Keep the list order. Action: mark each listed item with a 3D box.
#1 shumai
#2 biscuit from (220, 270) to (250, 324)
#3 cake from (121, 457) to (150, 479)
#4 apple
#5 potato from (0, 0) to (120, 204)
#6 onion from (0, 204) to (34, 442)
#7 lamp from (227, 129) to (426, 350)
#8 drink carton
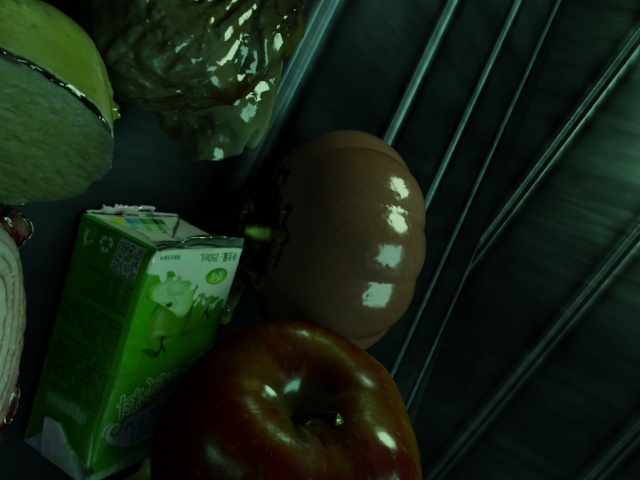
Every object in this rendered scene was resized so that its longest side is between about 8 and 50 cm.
[{"bbox_3d":[-0.120,-0.184,0.536,0.184,0.185,0.218,-1,71,-26],"label":"shumai"},{"bbox_3d":[-0.136,0.077,0.858,0.081,0.018,0.083,-64,154,-7],"label":"biscuit"},{"bbox_3d":[-0.187,0.441,0.809,0.286,0.227,0.222,1,110,-63],"label":"cake"},{"bbox_3d":[-0.039,0.240,0.647,0.288,0.288,0.317,-45,158,-39],"label":"apple"},{"bbox_3d":[-0.232,-0.117,0.396,0.202,0.182,0.117,15,62,-29],"label":"potato"},{"bbox_3d":[-0.282,0.040,0.432,0.218,0.139,0.195,-95,-177,-49],"label":"onion"},{"bbox_3d":[0.000,0.000,0.804,0.239,0.305,0.305,10,106,-18],"label":"lamp"},{"bbox_3d":[-0.198,0.104,0.656,0.161,0.108,0.271,-2,111,-63],"label":"drink carton"}]
